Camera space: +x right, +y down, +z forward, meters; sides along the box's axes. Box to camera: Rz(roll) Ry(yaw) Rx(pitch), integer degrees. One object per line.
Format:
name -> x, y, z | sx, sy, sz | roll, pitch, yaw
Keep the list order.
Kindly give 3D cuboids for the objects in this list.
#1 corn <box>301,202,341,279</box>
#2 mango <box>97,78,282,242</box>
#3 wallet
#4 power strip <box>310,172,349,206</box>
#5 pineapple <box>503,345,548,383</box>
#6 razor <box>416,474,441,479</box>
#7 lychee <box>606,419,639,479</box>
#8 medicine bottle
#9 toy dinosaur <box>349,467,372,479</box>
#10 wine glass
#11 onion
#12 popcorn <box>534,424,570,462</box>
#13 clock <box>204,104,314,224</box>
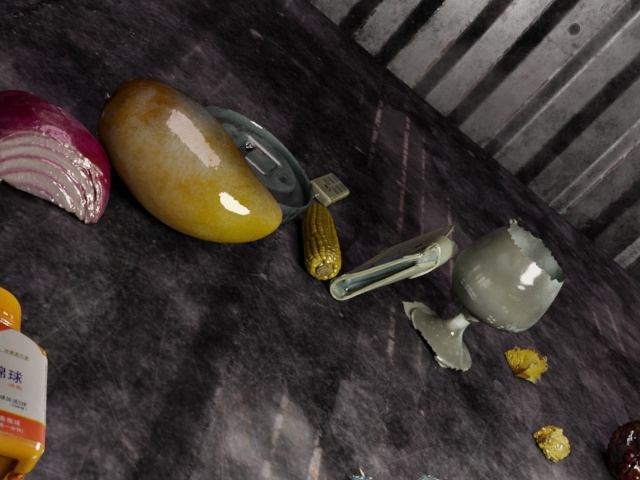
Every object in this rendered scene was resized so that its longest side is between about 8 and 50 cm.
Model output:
corn -> 0.000, 0.000, 1.800 | 0.080, 0.080, 0.231 | 32, 24, -23
mango -> -0.235, -0.129, 1.499 | 0.384, 0.199, 0.221 | 38, 23, -14
wallet -> 0.174, 0.048, 1.827 | 0.309, 0.223, 0.077 | -24, 96, -65
power strip -> 0.018, -0.128, 2.090 | 0.076, 0.028, 0.169 | 46, 24, 5
pineapple -> 0.523, 0.325, 2.098 | 0.114, 0.114, 0.077 | 47, 56, -32
razor -> 0.204, 0.467, 1.406 | 0.068, 0.040, 0.135 | 26, 36, -32
lychee -> 0.790, 0.529, 2.026 | 0.188, 0.188, 0.188 | 34, 26, -19
medicine bottle -> -0.385, 0.156, 0.913 | 0.149, 0.112, 0.222 | 26, 30, -34
toy dinosaur -> 0.079, 0.400, 1.319 | 0.083, 0.030, 0.047 | 46, 26, 7
wine glass -> 0.369, 0.122, 1.865 | 0.238, 0.323, 0.238 | 37, 24, -19
onion -> -0.442, -0.173, 1.373 | 0.250, 0.111, 0.247 | 27, 31, -29
popcorn -> 0.520, 0.454, 1.874 | 0.083, 0.057, 0.082 | 22, 38, -45
clock -> -0.156, -0.167, 1.846 | 0.319, 0.066, 0.319 | 34, 25, -18
